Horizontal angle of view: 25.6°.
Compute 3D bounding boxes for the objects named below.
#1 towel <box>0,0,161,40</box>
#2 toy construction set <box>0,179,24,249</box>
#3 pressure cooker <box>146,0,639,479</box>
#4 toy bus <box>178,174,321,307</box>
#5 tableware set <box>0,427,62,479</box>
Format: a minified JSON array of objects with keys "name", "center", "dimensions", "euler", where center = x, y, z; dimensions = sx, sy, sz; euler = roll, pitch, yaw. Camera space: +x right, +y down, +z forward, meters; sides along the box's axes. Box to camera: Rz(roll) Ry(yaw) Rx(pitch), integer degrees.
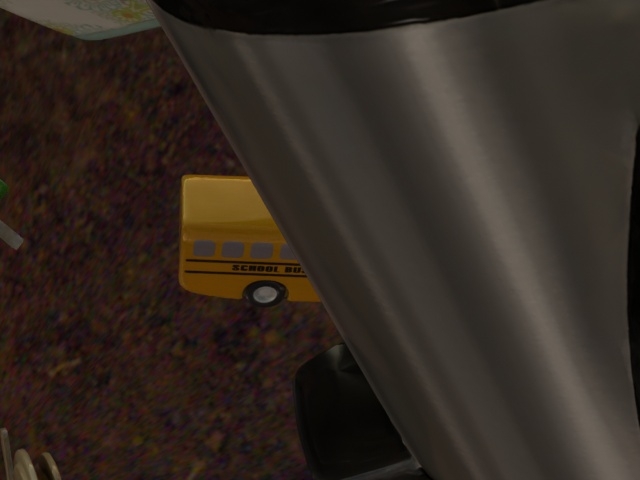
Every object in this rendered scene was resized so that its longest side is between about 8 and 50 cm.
[{"name":"towel","center":[-0.338,-0.371,1.858],"dimensions":[0.320,0.374,0.090],"euler":[23,72,-43]},{"name":"toy construction set","center":[-0.455,-0.014,1.427],"dimensions":[0.309,0.257,0.237],"euler":[39,86,-17]},{"name":"pressure cooker","center":[0.166,-0.057,0.561],"dimensions":[0.375,0.370,0.420],"euler":[-53,130,-32]},{"name":"toy bus","center":[0.000,0.000,1.658],"dimensions":[0.333,0.130,0.108],"euler":[2,47,-7]},{"name":"tableware set","center":[-0.171,0.226,0.941],"dimensions":[0.039,0.128,0.194],"euler":[-12,113,-22]}]
